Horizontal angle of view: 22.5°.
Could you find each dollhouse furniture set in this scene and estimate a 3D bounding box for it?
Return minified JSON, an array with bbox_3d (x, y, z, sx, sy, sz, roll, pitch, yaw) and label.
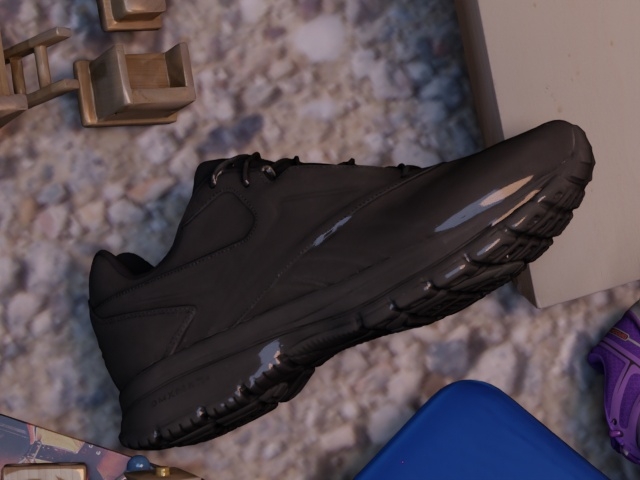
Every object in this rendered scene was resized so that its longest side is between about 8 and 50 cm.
[{"bbox_3d":[-0.168,-0.147,0.873,0.161,0.101,0.181,-5,82,-32],"label":"dollhouse furniture set"}]

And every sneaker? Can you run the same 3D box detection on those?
[{"bbox_3d":[0.189,0.106,0.844,0.068,0.170,0.071,34,114,-33],"label":"sneaker"},{"bbox_3d":[0.000,0.000,0.820,0.286,0.109,0.130,-27,77,11],"label":"sneaker"}]

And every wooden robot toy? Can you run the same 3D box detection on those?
[{"bbox_3d":[-0.145,0.151,0.789,0.173,0.076,0.079,-1,93,-6],"label":"wooden robot toy"}]

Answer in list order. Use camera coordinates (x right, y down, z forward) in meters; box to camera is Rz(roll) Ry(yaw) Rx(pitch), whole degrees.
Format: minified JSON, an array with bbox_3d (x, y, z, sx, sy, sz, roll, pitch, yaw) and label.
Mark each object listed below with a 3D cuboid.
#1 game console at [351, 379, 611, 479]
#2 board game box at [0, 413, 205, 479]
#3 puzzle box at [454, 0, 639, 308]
[{"bbox_3d":[0.081,0.269,0.825,0.293,0.173,0.250,-44,126,-14],"label":"game console"},{"bbox_3d":[-0.200,0.165,0.836,0.243,0.042,0.165,18,81,-4],"label":"board game box"},{"bbox_3d":[0.194,-0.188,0.839,0.272,0.052,0.408,-15,109,-9],"label":"puzzle box"}]
